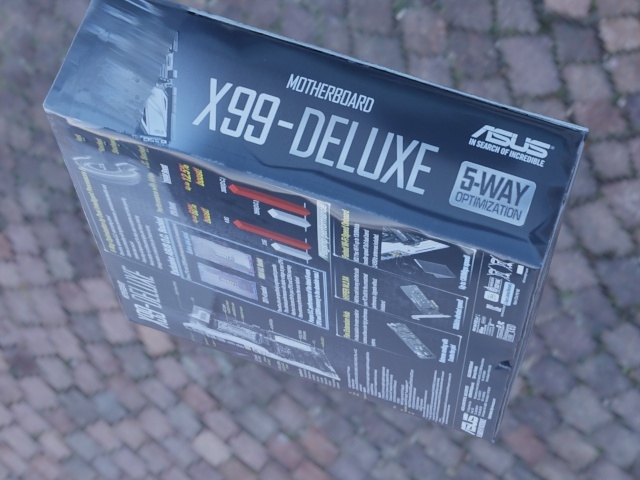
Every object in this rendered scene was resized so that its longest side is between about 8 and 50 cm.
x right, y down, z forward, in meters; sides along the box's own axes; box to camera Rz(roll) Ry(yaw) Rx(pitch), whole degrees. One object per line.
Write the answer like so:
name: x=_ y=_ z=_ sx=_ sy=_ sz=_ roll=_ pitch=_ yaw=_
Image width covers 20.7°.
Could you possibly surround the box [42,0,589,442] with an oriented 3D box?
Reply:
box: x=0.000 y=0.000 z=0.931 sx=0.242 sy=0.076 sz=0.307 roll=18 pitch=160 yaw=9
